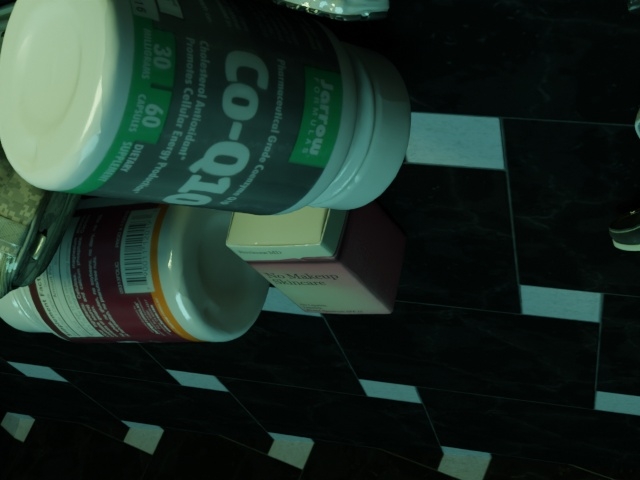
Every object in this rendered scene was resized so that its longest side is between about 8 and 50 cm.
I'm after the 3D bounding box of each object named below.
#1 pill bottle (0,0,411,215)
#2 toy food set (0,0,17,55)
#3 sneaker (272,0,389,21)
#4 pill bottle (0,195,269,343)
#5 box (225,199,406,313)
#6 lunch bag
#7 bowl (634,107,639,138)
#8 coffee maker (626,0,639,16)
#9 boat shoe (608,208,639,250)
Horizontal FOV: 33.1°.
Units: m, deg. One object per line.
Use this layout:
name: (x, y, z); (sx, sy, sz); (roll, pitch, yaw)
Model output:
pill bottle: (-0.097, -0.130, 1.014); (0.361, 0.204, 0.204); (5, 167, -42)
toy food set: (-0.242, -0.179, 1.210); (0.306, 0.093, 0.219); (-6, 151, 36)
sneaker: (-0.056, -0.266, 0.934); (0.271, 0.108, 0.100); (18, -163, 21)
pill bottle: (-0.288, 0.039, 1.572); (0.392, 0.224, 0.224); (-4, 153, 33)
box: (0.000, 0.000, 1.462); (0.148, 0.127, 0.232); (-1, 154, 29)
lunch bag: (-0.460, -0.067, 1.308); (0.305, 0.213, 0.256); (25, -179, -7)
bowl: (0.400, -0.118, 1.083); (0.142, 0.053, 0.142); (-7, 152, 37)
coffee maker: (0.324, -0.234, 0.805); (0.178, 0.120, 0.171); (-9, 177, 43)
boat shoe: (0.416, -0.043, 1.251); (0.079, 0.084, 0.233); (57, 155, -5)
